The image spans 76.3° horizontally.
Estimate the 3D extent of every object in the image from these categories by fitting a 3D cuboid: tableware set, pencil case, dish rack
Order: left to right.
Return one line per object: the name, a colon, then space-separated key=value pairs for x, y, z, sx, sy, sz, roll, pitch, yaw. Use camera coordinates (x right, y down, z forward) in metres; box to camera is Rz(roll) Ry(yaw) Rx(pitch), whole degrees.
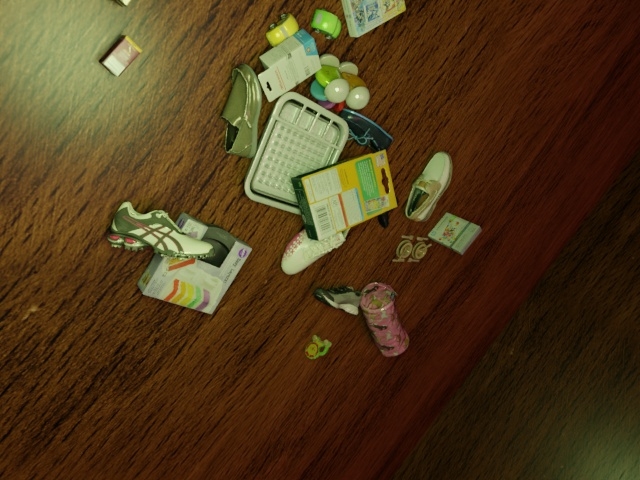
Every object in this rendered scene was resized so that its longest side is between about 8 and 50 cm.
dish rack: x=-0.082 y=-0.261 z=1.263 sx=0.285 sy=0.072 sz=0.333 roll=15 pitch=104 yaw=-42
pencil case: x=0.292 y=0.362 z=1.833 sx=0.167 sy=0.160 sz=0.386 roll=-17 pitch=129 yaw=6
tableware set: x=0.419 y=0.046 z=1.833 sx=0.194 sy=0.039 sz=0.128 roll=4 pitch=111 yaw=-38

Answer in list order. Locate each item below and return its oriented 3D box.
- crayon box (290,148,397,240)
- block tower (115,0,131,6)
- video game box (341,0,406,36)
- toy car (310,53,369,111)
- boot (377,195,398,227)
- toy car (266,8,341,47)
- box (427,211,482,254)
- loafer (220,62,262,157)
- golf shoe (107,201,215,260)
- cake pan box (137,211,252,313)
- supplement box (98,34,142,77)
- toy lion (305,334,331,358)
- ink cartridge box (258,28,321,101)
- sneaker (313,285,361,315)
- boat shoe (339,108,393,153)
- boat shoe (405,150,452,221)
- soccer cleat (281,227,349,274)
crayon box: x=0.083 y=-0.151 z=1.311 sx=0.322 sy=0.083 sz=0.203 roll=-23 pitch=108 yaw=-25
block tower: x=-0.497 y=-0.597 z=0.750 sx=0.335 sy=0.091 sz=0.097 roll=35 pitch=90 yaw=-43
video game box: x=0.151 y=-0.736 z=1.198 sx=0.205 sy=0.048 sz=0.187 roll=-36 pitch=128 yaw=-16
toy car: x=0.048 y=-0.455 z=1.226 sx=0.181 sy=0.159 sz=0.136 roll=2 pitch=149 yaw=-38
boot: x=0.272 y=-0.120 z=1.631 sx=0.099 sy=0.045 sz=0.121 roll=-40 pitch=131 yaw=-18
toy car: x=-0.021 y=-0.624 z=1.122 sx=0.224 sy=0.053 sz=0.239 roll=6 pitch=110 yaw=-39
box: x=0.600 y=-0.034 z=1.826 sx=0.145 sy=0.186 sz=0.038 roll=-49 pitch=131 yaw=-4
loafer: x=-0.218 y=-0.342 z=1.099 sx=0.087 sy=0.094 sz=0.251 roll=-15 pitch=122 yaw=-35
golf shoe: x=-0.409 y=-0.017 z=1.071 sx=0.272 sy=0.105 sz=0.120 roll=13 pitch=89 yaw=-11
cake pan box: x=-0.369 y=0.072 z=1.231 sx=0.245 sy=0.070 sz=0.267 roll=32 pitch=92 yaw=-45
supplement box: x=-0.448 y=-0.413 z=0.912 sx=0.083 sy=0.055 sz=0.043 roll=-49 pitch=133 yaw=-3
toy lion: x=-0.015 y=0.448 z=1.686 sx=0.034 sy=0.100 sz=0.096 roll=44 pitch=66 yaw=-45
ink cartridge box: x=-0.095 y=-0.475 z=1.111 sx=0.180 sy=0.060 sz=0.104 roll=-35 pitch=154 yaw=-4
sneaker: x=0.072 y=0.222 z=1.638 sx=0.271 sy=0.100 sz=0.108 roll=26 pitch=87 yaw=-48
boat shoe: x=0.156 y=-0.354 z=1.372 sx=0.258 sy=0.109 sz=0.089 roll=21 pitch=104 yaw=-40
boat shoe: x=0.438 y=-0.216 z=1.655 sx=0.103 sy=0.113 sz=0.303 roll=-1 pitch=115 yaw=-43
soccer cleat: x=0.000 y=0.000 z=1.418 sx=0.331 sy=0.143 sz=0.116 roll=-48 pitch=132 yaw=-7
